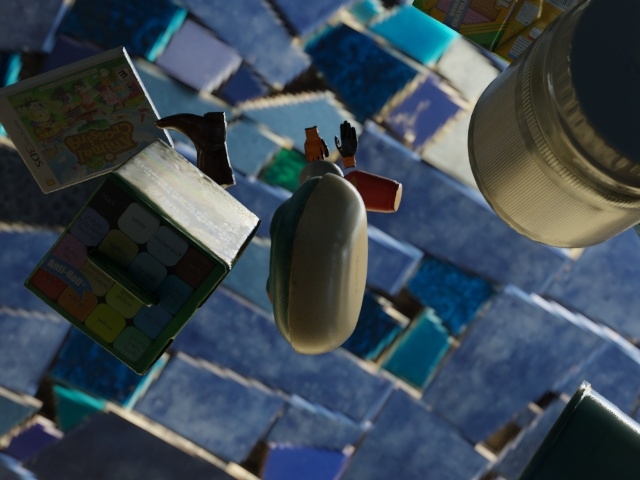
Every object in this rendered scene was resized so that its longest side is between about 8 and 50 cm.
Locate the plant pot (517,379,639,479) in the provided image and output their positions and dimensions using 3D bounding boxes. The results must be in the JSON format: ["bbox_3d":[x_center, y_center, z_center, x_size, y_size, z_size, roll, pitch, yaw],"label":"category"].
[{"bbox_3d":[0.319,0.334,1.494,0.255,0.272,0.271,33,22,13],"label":"plant pot"}]

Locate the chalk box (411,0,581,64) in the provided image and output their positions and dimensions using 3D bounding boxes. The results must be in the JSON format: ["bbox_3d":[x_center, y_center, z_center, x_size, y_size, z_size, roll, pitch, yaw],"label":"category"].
[{"bbox_3d":[0.215,-0.306,1.727,0.132,0.132,0.213,19,15,-43],"label":"chalk box"}]

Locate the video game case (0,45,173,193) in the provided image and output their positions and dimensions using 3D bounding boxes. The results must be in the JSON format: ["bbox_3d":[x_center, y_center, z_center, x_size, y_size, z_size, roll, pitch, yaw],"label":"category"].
[{"bbox_3d":[-0.346,-0.172,2.018,0.023,0.212,0.193,-102,171,-47],"label":"video game case"}]

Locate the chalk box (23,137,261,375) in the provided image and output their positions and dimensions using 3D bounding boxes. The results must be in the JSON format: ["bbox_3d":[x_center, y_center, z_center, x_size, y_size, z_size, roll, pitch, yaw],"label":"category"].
[{"bbox_3d":[-0.211,0.022,1.632,0.180,0.179,0.289,39,17,-3],"label":"chalk box"}]

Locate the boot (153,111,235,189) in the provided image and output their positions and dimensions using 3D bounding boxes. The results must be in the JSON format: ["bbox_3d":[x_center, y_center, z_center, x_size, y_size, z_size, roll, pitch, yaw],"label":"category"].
[{"bbox_3d":[-0.175,-0.120,1.935,0.106,0.114,0.037,-6,-2,-12],"label":"boot"}]

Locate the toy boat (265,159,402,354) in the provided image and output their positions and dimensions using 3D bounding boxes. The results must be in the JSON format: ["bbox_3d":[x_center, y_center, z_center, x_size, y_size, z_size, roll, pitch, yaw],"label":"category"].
[{"bbox_3d":[0.000,0.000,1.879,0.148,0.267,0.318,12,39,14],"label":"toy boat"}]

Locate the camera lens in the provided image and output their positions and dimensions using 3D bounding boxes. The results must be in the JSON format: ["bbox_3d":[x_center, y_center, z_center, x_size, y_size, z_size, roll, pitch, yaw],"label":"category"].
[{"bbox_3d":[0.290,-0.122,1.431,0.219,0.219,0.274,28,-19,-6],"label":"camera lens"}]

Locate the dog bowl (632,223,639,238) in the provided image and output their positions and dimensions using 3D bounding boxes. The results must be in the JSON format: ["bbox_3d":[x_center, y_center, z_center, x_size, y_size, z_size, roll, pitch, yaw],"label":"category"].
[{"bbox_3d":[0.564,-0.036,2.070,0.297,0.166,0.074,-153,-137,-82],"label":"dog bowl"}]

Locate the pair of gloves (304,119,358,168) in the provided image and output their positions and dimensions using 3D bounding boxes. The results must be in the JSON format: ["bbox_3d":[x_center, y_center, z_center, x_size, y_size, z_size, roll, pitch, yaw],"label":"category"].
[{"bbox_3d":[0.016,-0.138,2.062,0.083,0.074,0.010,-11,18,-15],"label":"pair of gloves"}]
